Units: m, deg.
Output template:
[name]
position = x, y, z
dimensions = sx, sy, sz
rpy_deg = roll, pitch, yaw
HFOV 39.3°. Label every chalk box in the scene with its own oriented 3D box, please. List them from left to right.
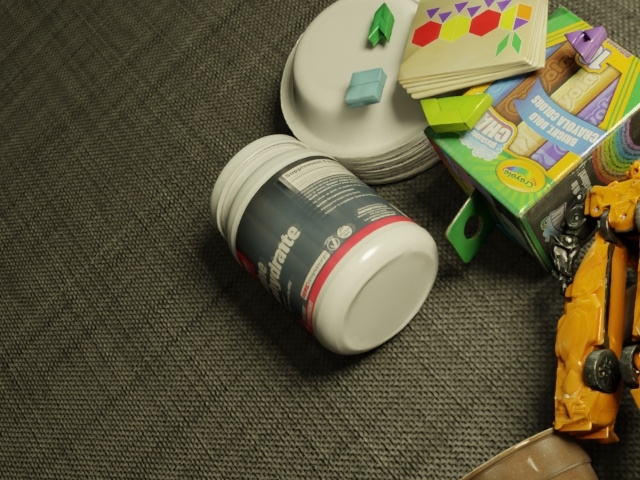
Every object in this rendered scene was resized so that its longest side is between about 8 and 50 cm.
[chalk box]
position = 0.259, -0.096, 1.084
dimensions = 0.289, 0.180, 0.179
rpy_deg = -41, 55, 3

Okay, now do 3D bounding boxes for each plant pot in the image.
[plant pot]
position = 0.240, 0.301, 0.928
dimensions = 0.167, 0.167, 0.165
rpy_deg = -34, 64, 8

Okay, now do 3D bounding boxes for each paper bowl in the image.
[paper bowl]
position = 0.076, -0.234, 1.263
dimensions = 0.284, 0.148, 0.284
rpy_deg = -11, 62, 21

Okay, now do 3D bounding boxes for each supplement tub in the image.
[supplement tub]
position = 0.000, 0.000, 1.161
dimensions = 0.191, 0.191, 0.272
rpy_deg = -48, 55, -1

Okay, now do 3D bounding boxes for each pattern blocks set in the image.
[pattern blocks set]
position = 0.189, -0.248, 1.080
dimensions = 0.325, 0.026, 0.285
rpy_deg = 7, 64, 38

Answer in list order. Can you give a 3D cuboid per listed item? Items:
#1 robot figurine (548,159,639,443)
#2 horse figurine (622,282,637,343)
[robot figurine]
position = 0.321, 0.055, 0.907
dimensions = 0.211, 0.085, 0.290
rpy_deg = -16, 54, 51
[horse figurine]
position = 0.374, 0.091, 0.944
dimensions = 0.263, 0.066, 0.174
rpy_deg = -33, 36, 47
